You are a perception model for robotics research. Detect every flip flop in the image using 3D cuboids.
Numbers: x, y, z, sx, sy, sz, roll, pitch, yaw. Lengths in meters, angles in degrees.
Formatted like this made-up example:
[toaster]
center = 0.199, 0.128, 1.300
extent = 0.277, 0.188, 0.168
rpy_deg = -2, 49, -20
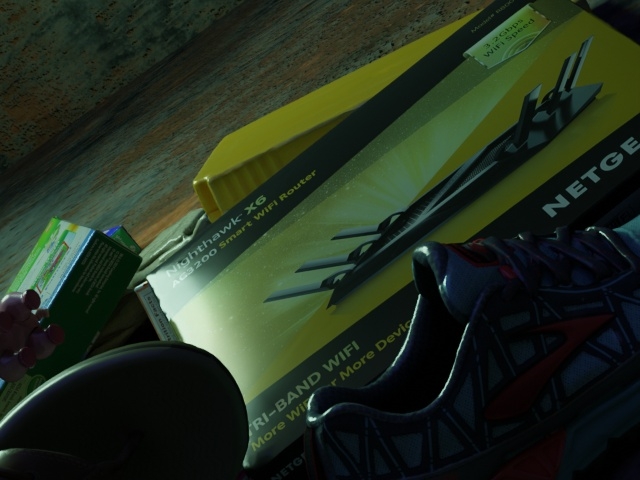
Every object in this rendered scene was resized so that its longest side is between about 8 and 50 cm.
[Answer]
[flip flop]
center = -0.156, 0.144, 0.816
extent = 0.277, 0.112, 0.080
rpy_deg = -25, 12, -12

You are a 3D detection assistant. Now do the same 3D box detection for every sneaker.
[sneaker]
center = 0.102, 0.038, 0.793
extent = 0.262, 0.125, 0.104
rpy_deg = -42, 15, -14

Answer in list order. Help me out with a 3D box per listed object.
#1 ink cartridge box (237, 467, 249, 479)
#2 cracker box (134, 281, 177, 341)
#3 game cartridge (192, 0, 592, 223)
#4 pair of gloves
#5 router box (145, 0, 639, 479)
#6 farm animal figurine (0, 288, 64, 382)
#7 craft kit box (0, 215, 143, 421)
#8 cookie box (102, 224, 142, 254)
[ink cartridge box]
center = -0.084, 0.129, 1.112
extent = 0.109, 0.062, 0.209
rpy_deg = -41, 14, -15
[cracker box]
center = 0.000, 0.000, 1.224
extent = 0.232, 0.067, 0.156
rpy_deg = -27, 1, 38
[game cartridge]
center = 0.060, -0.113, 1.374
extent = 0.324, 0.052, 0.285
rpy_deg = -26, 9, 8
[pair of gloves]
center = -0.167, 0.050, 1.626
extent = 0.204, 0.042, 0.240
rpy_deg = -37, 11, 20
[router box]
center = 0.067, 0.002, 0.970
extent = 0.309, 0.081, 0.243
rpy_deg = -39, 30, 0
[farm animal figurine]
center = -0.293, 0.178, 1.187
extent = 0.172, 0.330, 0.327
rpy_deg = -26, 46, 33
[craft kit box]
center = -0.265, 0.101, 1.536
extent = 0.250, 0.061, 0.246
rpy_deg = -59, 19, -6
[cookie box]
center = -0.264, 0.035, 1.921
extent = 0.107, 0.040, 0.092
rpy_deg = -46, 15, -26
